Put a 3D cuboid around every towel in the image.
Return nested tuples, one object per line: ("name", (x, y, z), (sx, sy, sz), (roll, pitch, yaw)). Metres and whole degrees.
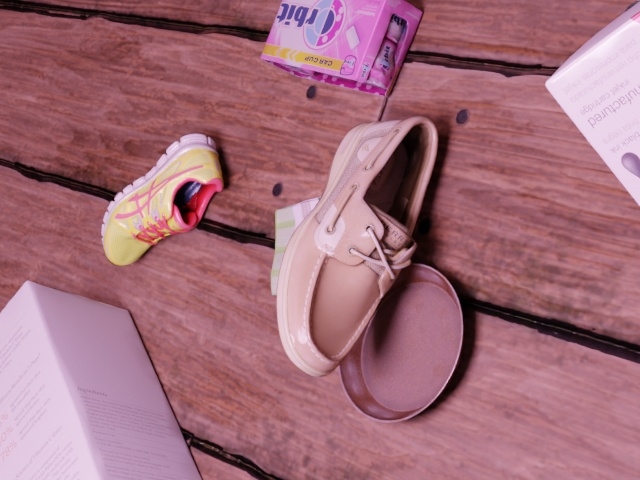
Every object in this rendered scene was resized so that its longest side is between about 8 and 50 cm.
("towel", (0.000, 0.000, 1.592), (0.152, 0.023, 0.113), (-14, 64, 42))

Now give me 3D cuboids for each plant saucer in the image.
("plant saucer", (0.088, 0.107, 1.455), (0.168, 0.029, 0.168), (-19, 62, 40))

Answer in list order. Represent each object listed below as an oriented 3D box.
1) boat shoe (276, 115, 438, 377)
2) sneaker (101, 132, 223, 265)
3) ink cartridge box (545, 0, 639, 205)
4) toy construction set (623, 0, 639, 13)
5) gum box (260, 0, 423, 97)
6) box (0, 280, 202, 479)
("boat shoe", (0.045, -0.002, 1.451), (0.098, 0.109, 0.302), (-12, 48, 47))
("sneaker", (-0.198, -0.036, 1.765), (0.208, 0.081, 0.094), (-48, 48, 20))
("ink cartridge box", (0.346, -0.081, 1.067), (0.283, 0.117, 0.207), (51, 133, -3))
("toy construction set", (0.377, -0.221, 1.207), (0.328, 0.151, 0.215), (-111, 32, -45))
("gum box", (0.025, -0.238, 1.633), (0.188, 0.062, 0.107), (20, 89, 48))
("box", (-0.302, 0.254, 1.687), (0.215, 0.168, 0.345), (-48, 47, 21))
